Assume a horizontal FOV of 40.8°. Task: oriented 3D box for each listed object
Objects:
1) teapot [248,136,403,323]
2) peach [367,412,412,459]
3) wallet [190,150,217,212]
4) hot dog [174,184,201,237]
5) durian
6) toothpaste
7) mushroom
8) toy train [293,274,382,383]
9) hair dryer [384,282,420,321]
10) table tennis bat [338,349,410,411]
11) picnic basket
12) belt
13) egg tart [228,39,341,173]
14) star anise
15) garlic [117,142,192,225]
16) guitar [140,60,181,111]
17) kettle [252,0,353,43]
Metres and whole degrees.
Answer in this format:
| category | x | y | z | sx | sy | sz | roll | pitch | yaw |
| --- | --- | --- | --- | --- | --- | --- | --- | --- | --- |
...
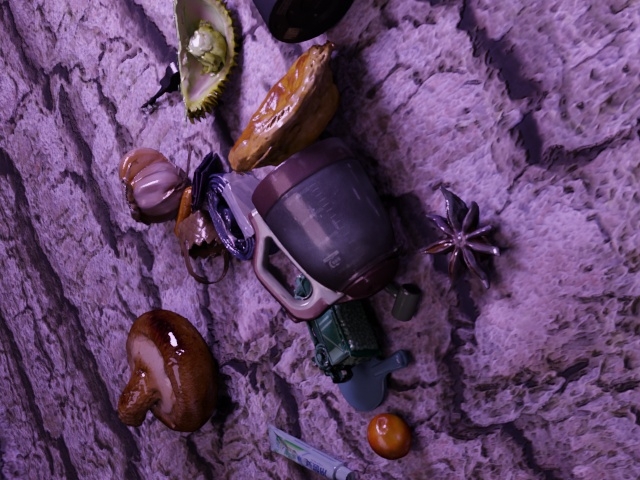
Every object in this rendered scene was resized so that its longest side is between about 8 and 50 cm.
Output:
| category | x | y | z | sx | sy | sz | roll | pitch | yaw |
| --- | --- | --- | --- | --- | --- | --- | --- | --- | --- |
| teapot | 0.000 | 0.000 | 1.781 | 0.315 | 0.233 | 0.312 | -36 | 78 | 11 |
| peach | 0.146 | 0.423 | 1.846 | 0.100 | 0.100 | 0.101 | 12 | 108 | 43 |
| wallet | -0.293 | -0.147 | 2.137 | 0.030 | 0.166 | 0.111 | 15 | 114 | 0 |
| hot dog | -0.343 | -0.073 | 2.251 | 0.045 | 0.071 | 0.165 | 25 | 122 | 11 |
| durian | -0.294 | -0.451 | 2.047 | 0.157 | 0.169 | 0.356 | 8 | 104 | 42 |
| toothpaste | -0.030 | 0.524 | 2.091 | 0.297 | 0.048 | 0.075 | 13 | 114 | 47 |
| mushroom | -0.405 | 0.347 | 2.327 | 0.345 | 0.239 | 0.345 | 8 | 111 | 23 |
| toy train | 0.027 | 0.176 | 1.893 | 0.154 | 0.115 | 0.269 | -43 | 58 | 38 |
| hair dryer | 0.151 | 0.102 | 1.822 | 0.150 | 0.047 | 0.071 | 44 | 126 | 43 |
| table tennis bat | 0.114 | 0.291 | 1.898 | 0.237 | 0.038 | 0.149 | -37 | 67 | 47 |
| picnic basket | -0.287 | 0.022 | 2.174 | 0.138 | 0.128 | 0.178 | -27 | 63 | 48 |
| belt | -0.192 | -0.061 | 2.064 | 0.139 | 0.126 | 0.230 | -47 | 65 | 43 |
| egg tart | -0.058 | -0.260 | 1.812 | 0.129 | 0.341 | 0.341 | 37 | 133 | -12 |
| star anise | 0.271 | 0.005 | 1.652 | 0.204 | 0.061 | 0.181 | 52 | 125 | 21 |
| garlic | -0.428 | -0.148 | 2.215 | 0.256 | 0.207 | 0.207 | -36 | 73 | 50 |
| guitar | -0.404 | -0.395 | 2.248 | 0.271 | 0.084 | 0.038 | -31 | 79 | 51 |
| kettle | -0.081 | -0.604 | 1.762 | 0.308 | 0.203 | 0.262 | 59 | 160 | 22 |
